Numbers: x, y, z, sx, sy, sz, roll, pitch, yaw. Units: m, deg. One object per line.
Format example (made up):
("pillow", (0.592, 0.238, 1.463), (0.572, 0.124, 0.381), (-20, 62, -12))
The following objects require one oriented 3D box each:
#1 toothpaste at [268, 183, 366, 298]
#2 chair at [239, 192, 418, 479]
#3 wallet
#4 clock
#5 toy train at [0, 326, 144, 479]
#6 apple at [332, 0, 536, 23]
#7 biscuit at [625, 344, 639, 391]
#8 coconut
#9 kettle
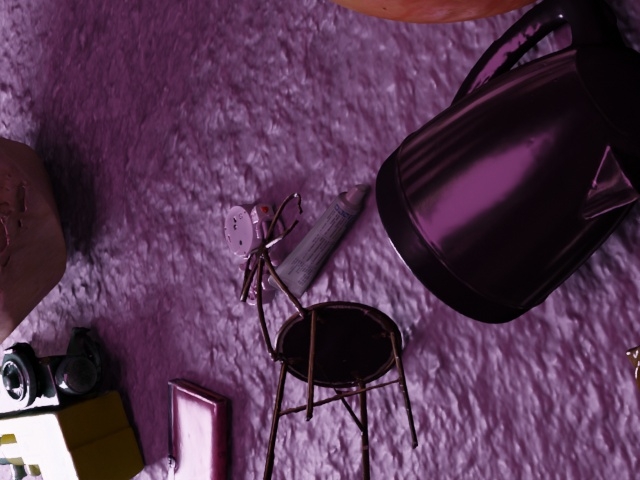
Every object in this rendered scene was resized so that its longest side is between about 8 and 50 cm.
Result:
("toothpaste", (0.000, 0.000, 1.702), (0.048, 0.029, 0.197), (29, 129, -11))
("chair", (0.009, 0.117, 1.630), (0.325, 0.170, 0.160), (-93, 24, -44))
("wallet", (-0.166, 0.313, 1.955), (0.119, 0.025, 0.232), (15, 109, 45))
("clock", (-0.079, 0.015, 1.789), (0.087, 0.041, 0.129), (-26, 73, 51))
("toy train", (-0.432, 0.266, 2.162), (0.369, 0.150, 0.237), (-14, 93, 50))
("apple", (0.096, -0.364, 1.288), (0.364, 0.364, 0.364), (12, 106, 47))
("biscuit", (0.399, 0.112, 1.276), (0.273, 0.036, 0.187), (-50, 61, 41))
("coconut", (-0.525, -0.007, 2.085), (0.353, 0.353, 0.352), (12, 106, 47))
("kettle", (0.219, -0.085, 1.356), (0.207, 0.251, 0.271), (45, 126, -6))
